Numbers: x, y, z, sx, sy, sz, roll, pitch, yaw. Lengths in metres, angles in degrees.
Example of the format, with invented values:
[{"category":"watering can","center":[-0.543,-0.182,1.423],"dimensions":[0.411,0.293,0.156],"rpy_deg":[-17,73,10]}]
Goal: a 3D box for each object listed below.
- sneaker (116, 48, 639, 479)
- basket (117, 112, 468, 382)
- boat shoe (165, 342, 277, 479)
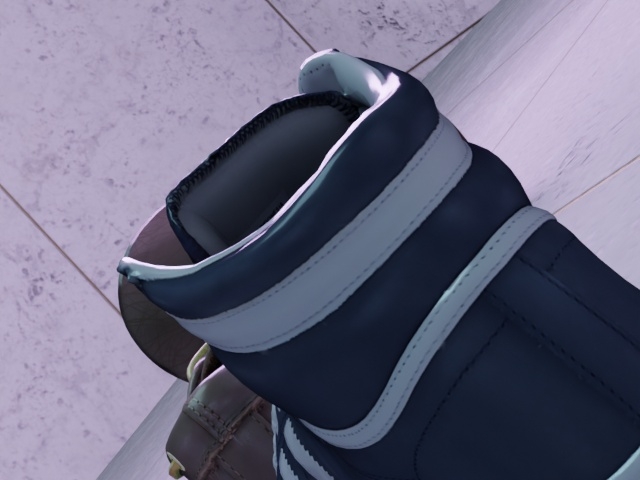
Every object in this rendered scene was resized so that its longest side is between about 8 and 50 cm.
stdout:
[{"category":"sneaker","center":[0.009,0.042,0.492],"dimensions":[0.099,0.153,0.282],"rpy_deg":[-50,4,-23]},{"category":"basket","center":[0.000,0.000,1.042],"dimensions":[0.204,0.154,0.227],"rpy_deg":[-15,-8,-30]},{"category":"boat shoe","center":[-0.018,0.080,0.830],"dimensions":[0.116,0.096,0.324],"rpy_deg":[-49,4,6]}]
